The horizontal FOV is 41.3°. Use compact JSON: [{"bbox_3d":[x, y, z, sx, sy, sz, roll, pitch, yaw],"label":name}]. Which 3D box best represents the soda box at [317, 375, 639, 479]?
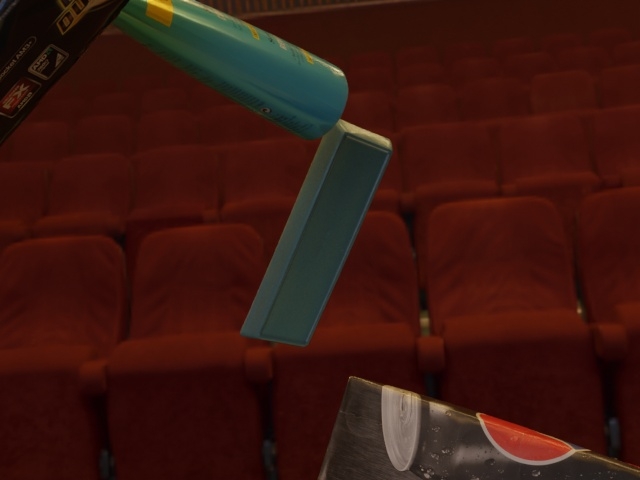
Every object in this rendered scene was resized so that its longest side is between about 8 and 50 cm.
[{"bbox_3d":[0.086,0.113,0.374,0.168,0.060,0.053,14,-9,27],"label":"soda box"}]

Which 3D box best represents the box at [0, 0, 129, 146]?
[{"bbox_3d":[-0.255,-0.128,0.362,0.293,0.295,0.073,-46,-10,5],"label":"box"}]

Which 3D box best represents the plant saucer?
[{"bbox_3d":[0.000,0.000,0.686,0.067,0.192,0.018,16,11,-39],"label":"plant saucer"}]

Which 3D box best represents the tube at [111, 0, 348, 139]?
[{"bbox_3d":[-0.072,-0.115,0.490,0.207,0.052,0.080,19,8,-43],"label":"tube"}]
